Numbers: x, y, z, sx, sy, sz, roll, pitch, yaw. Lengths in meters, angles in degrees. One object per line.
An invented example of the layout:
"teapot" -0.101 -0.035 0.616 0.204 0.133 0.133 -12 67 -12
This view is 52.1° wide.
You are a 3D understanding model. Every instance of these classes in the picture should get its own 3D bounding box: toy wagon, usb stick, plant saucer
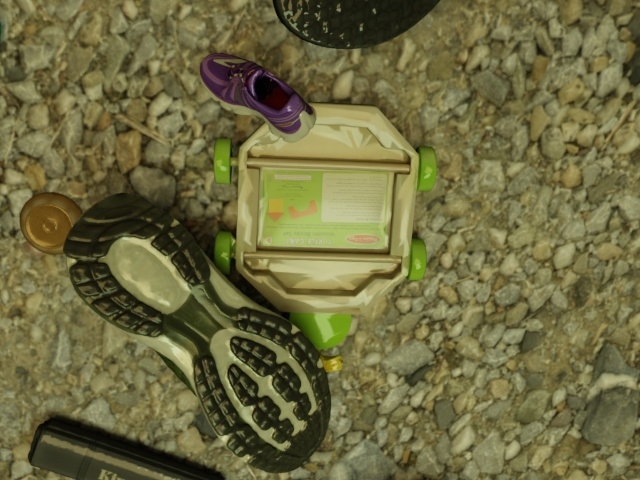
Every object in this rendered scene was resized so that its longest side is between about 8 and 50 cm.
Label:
"toy wagon" 0.000 0.000 0.834 0.267 0.068 0.344 2 107 -3
"usb stick" -0.270 0.326 0.926 0.278 0.045 0.077 23 103 -10
"plant saucer" -0.344 -0.019 0.836 0.084 0.015 0.083 -1 106 -3

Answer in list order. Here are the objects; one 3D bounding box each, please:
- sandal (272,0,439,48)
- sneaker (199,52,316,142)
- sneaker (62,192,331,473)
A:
"sandal" 0.113 -0.382 0.712 0.445 0.107 0.167 -49 121 -4
"sneaker" -0.075 -0.179 0.745 0.170 0.071 0.068 32 79 27
"sneaker" -0.143 0.114 0.814 0.158 0.182 0.410 -43 106 -17
